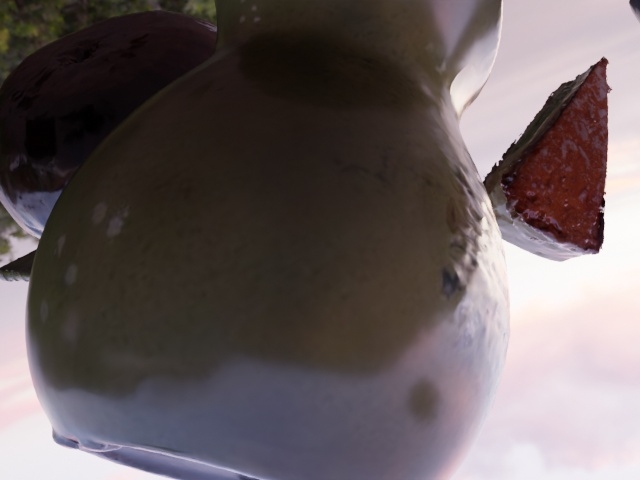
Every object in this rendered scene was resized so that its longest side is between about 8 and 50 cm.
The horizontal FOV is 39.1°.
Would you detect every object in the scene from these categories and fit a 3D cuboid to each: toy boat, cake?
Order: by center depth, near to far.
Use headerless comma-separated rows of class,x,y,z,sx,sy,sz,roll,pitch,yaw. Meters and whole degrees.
toy boat,-0.255,0.022,0.849,0.063,0.016,0.115,-33,-160,-37
cake,0.217,-0.091,0.895,0.117,0.220,0.086,15,159,-21

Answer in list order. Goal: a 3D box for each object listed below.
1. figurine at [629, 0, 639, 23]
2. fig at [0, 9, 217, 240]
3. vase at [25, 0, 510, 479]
figurine,0.282,-0.151,0.472,0.222,0.145,0.145,-45,169,36
fig,-0.152,-0.074,0.736,0.235,0.214,0.235,6,-146,-4
vase,0.000,0.000,0.522,0.241,0.302,0.329,6,159,20
